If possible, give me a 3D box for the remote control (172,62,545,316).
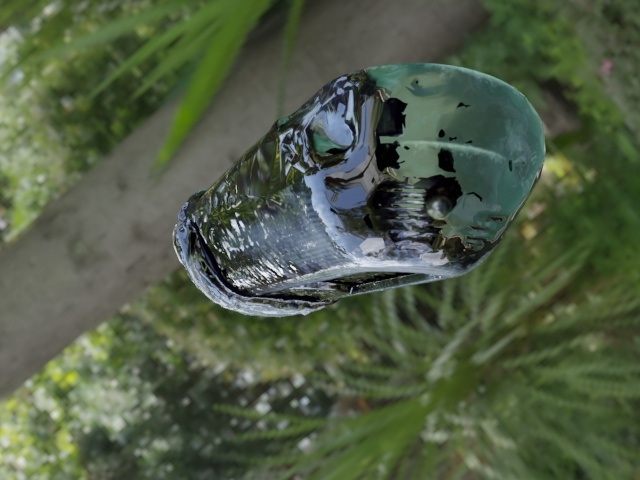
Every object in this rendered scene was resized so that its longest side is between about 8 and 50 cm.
[{"bbox_3d":[0.000,0.000,0.605,0.090,0.066,0.266,18,164,-14],"label":"remote control"}]
